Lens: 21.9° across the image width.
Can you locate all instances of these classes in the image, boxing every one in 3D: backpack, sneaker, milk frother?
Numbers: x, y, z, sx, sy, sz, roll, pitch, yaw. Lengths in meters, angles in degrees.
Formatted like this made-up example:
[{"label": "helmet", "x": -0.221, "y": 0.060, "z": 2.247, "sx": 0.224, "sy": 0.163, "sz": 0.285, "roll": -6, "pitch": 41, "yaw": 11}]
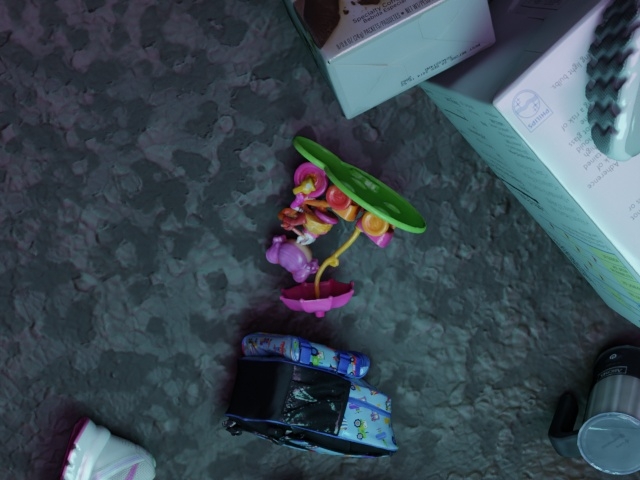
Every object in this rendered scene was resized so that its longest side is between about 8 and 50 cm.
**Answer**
[{"label": "backpack", "x": 0.003, "y": 0.174, "z": 1.793, "sx": 0.173, "sy": 0.158, "sz": 0.116, "roll": 16, "pitch": 81, "yaw": -24}, {"label": "sneaker", "x": -0.248, "y": 0.326, "z": 1.812, "sx": 0.111, "sy": 0.103, "sz": 0.252, "roll": 16, "pitch": 100, "yaw": -9}, {"label": "sneaker", "x": 0.315, "y": -0.197, "z": 1.418, "sx": 0.115, "sy": 0.105, "sz": 0.281, "roll": 19, "pitch": 94, "yaw": -11}, {"label": "milk frother", "x": 0.342, "y": 0.218, "z": 1.854, "sx": 0.143, "sy": 0.134, "sz": 0.129, "roll": 45, "pitch": 124, "yaw": -11}]

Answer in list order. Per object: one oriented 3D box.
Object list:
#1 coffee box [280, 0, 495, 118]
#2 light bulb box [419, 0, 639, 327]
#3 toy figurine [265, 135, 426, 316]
[{"label": "coffee box", "x": 0.026, "y": -0.292, "z": 1.631, "sx": 0.168, "sy": 0.119, "sz": 0.297, "roll": -28, "pitch": 62, "yaw": -1}, {"label": "light bulb box", "x": 0.318, "y": -0.094, "z": 1.670, "sx": 0.225, "sy": 0.358, "sz": 0.361, "roll": -42, "pitch": 104, "yaw": 0}, {"label": "toy figurine", "x": 0.000, "y": 0.000, "z": 1.785, "sx": 0.173, "sy": 0.130, "sz": 0.159, "roll": 36, "pitch": 105, "yaw": 8}]
